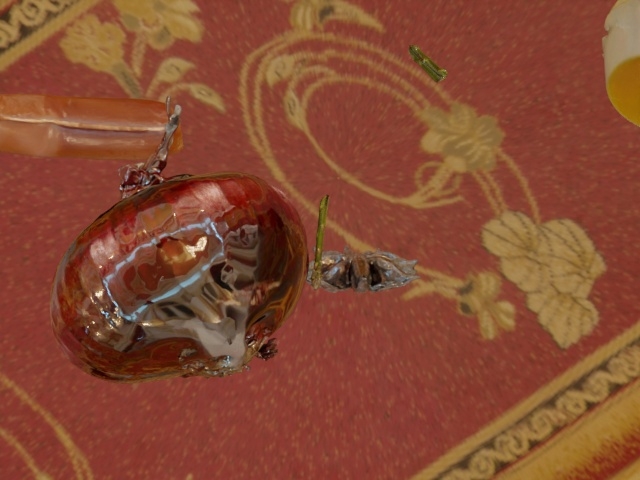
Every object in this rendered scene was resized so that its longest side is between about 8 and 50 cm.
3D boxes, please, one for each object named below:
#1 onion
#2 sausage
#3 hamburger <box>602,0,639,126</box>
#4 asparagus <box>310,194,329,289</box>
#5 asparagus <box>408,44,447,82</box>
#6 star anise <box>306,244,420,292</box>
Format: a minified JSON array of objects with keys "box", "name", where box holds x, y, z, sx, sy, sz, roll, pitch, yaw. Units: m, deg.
[{"box":[-0.150,0.012,1.086,0.273,0.273,0.285,-26,78,2],"name":"onion"},{"box":[-0.341,-0.160,1.535,0.300,0.089,0.083,3,63,-18],"name":"sausage"},{"box":[0.457,-0.205,1.184,0.295,0.227,0.151,14,71,10],"name":"hamburger"},{"box":[0.000,0.000,1.298,0.013,0.166,0.016,11,134,-4],"name":"asparagus"},{"box":[0.179,-0.294,1.805,0.025,0.021,0.108,-29,50,-11],"name":"asparagus"},{"box":[0.061,0.050,1.686,0.205,0.181,0.061,-6,103,-33],"name":"star anise"}]
